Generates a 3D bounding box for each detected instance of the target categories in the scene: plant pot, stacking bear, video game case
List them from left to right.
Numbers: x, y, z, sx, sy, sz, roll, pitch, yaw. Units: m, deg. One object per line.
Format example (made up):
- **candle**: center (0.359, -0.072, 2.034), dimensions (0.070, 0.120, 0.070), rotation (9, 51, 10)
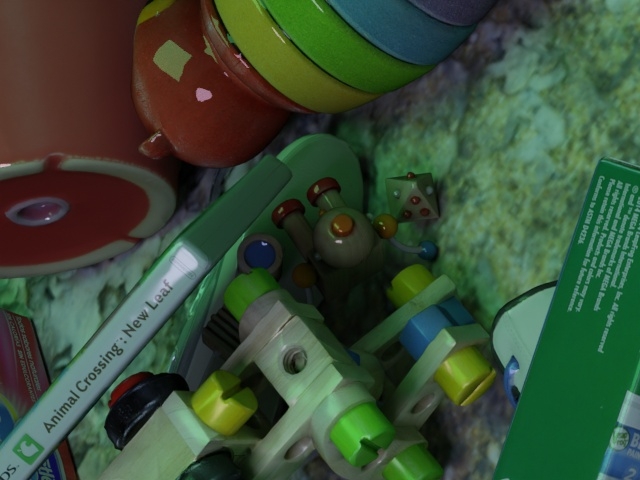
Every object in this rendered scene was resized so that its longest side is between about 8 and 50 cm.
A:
- **plant pot**: center (-0.216, -0.120, 1.165), dimensions (0.275, 0.275, 0.243), rotation (-29, 63, 35)
- **video game case**: center (-0.101, 0.048, 0.878), dimensions (0.193, 0.023, 0.212), rotation (-49, 2, 17)
- **stacking bear**: center (-0.007, -0.151, 1.019), dimensions (0.289, 0.164, 0.175), rotation (-36, 13, 31)

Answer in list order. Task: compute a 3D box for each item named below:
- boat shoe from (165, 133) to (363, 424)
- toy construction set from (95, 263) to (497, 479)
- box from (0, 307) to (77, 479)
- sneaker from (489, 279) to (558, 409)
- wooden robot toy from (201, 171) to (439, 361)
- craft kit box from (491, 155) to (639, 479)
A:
- **boat shoe**: center (-0.048, 0.036, 1.039), dimensions (0.081, 0.079, 0.228), rotation (6, 71, 59)
- **toy construction set**: center (-0.047, 0.152, 0.904), dimensions (0.151, 0.215, 0.328), rotation (34, 102, 29)
- **box**: center (-0.270, 0.188, 1.155), dimensions (0.154, 0.142, 0.300), rotation (-46, 46, 22)
- **sneaker**: center (0.153, 0.119, 0.781), dimensions (0.182, 0.127, 0.316), rotation (20, 81, 52)
- **wooden robot toy**: center (0.000, 0.000, 0.956), dimensions (0.173, 0.079, 0.076), rotation (-32, 75, -10)
- **craft kit box**: center (0.167, 0.117, 0.640), dimensions (0.061, 0.246, 0.250), rotation (23, 97, 51)
